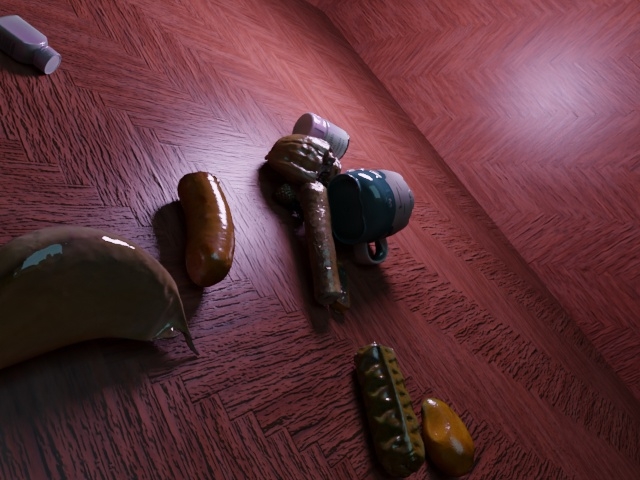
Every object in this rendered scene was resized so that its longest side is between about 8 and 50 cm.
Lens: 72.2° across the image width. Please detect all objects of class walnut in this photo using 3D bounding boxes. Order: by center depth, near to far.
[{"bbox_3d":[-0.046,-0.247,1.311,0.204,0.141,0.238,34,19,20],"label":"walnut"}]

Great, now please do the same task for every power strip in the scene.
[{"bbox_3d":[0.049,0.115,1.141,0.049,0.028,0.178,31,33,-22],"label":"power strip"}]

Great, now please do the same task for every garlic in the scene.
[{"bbox_3d":[-0.328,0.087,0.642,0.338,0.151,0.196,11,72,-55],"label":"garlic"}]

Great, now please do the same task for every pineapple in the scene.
[{"bbox_3d":[-0.078,-0.102,1.234,0.124,0.058,0.058,51,28,-17],"label":"pineapple"}]

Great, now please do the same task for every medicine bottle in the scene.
[{"bbox_3d":[-0.614,-0.409,0.919,0.118,0.055,0.074,36,31,-15],"label":"medicine bottle"},{"bbox_3d":[-0.002,-0.360,1.542,0.168,0.135,0.135,21,39,-38],"label":"medicine bottle"}]

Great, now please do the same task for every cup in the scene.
[{"bbox_3d":[0.140,-0.071,1.319,0.257,0.219,0.290,-14,97,-57],"label":"cup"}]

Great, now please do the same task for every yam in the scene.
[{"bbox_3d":[0.000,0.000,1.130,0.081,0.081,0.357,20,48,-37],"label":"yam"}]

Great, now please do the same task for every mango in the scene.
[{"bbox_3d":[0.284,0.442,0.988,0.115,0.089,0.165,21,34,-20],"label":"mango"}]

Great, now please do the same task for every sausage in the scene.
[{"bbox_3d":[-0.231,-0.024,0.894,0.108,0.109,0.271,19,39,-37],"label":"sausage"}]

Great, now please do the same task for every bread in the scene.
[{"bbox_3d":[0.142,0.348,0.918,0.098,0.087,0.270,26,36,-36],"label":"bread"}]

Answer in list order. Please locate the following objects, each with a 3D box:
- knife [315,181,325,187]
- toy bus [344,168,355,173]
[{"bbox_3d":[0.010,-0.173,1.432,0.061,0.027,0.343,29,34,0],"label":"knife"},{"bbox_3d":[0.125,-0.191,1.553,0.123,0.075,0.060,50,31,8],"label":"toy bus"}]
